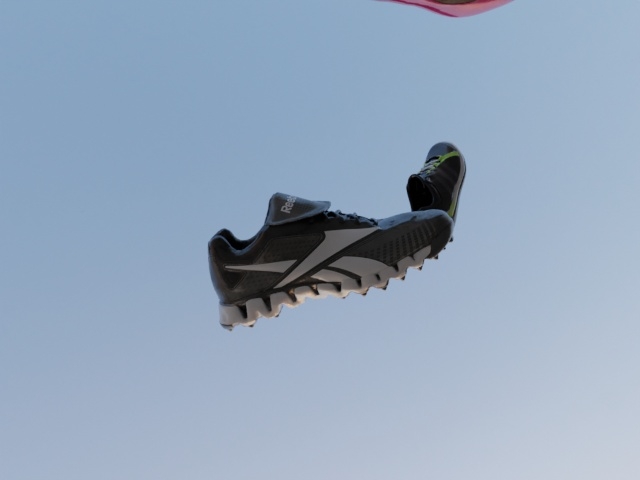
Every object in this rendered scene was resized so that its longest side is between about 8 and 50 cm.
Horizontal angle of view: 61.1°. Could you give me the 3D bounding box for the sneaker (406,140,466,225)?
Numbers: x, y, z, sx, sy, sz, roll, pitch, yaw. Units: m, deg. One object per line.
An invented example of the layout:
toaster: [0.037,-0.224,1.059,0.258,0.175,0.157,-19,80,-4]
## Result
sneaker: [0.212,-0.111,1.016,0.097,0.084,0.235,33,-130,-30]

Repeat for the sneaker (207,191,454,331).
sneaker: [0.000,0.000,0.488,0.234,0.078,0.106,-18,-77,9]

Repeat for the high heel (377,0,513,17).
high heel: [0.127,-0.273,0.536,0.243,0.117,0.082,1,-74,-11]
